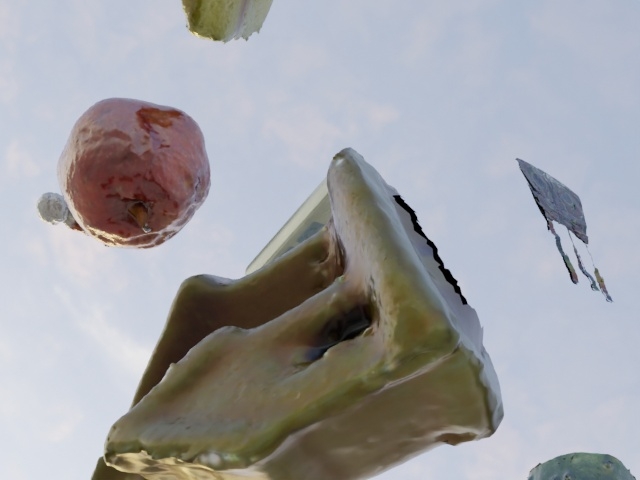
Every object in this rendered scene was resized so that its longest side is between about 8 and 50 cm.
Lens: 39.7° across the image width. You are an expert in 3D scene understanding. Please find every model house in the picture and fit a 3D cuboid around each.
[{"bbox_3d":[-0.031,0.073,0.500,0.239,0.268,0.173,-31,-102,8],"label":"model house"}]

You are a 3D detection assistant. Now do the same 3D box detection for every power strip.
[{"bbox_3d":[0.000,0.000,0.888,0.081,0.035,0.192,20,-50,-29],"label":"power strip"}]

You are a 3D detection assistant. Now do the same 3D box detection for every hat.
[{"bbox_3d":[-0.359,-0.047,1.362,0.093,0.162,0.112,37,-68,52],"label":"hat"}]

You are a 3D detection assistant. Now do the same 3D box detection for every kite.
[{"bbox_3d":[0.379,-0.015,1.363,0.152,0.285,0.015,27,-56,-25],"label":"kite"}]

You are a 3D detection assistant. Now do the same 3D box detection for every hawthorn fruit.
[{"bbox_3d":[-0.245,-0.070,1.176,0.207,0.243,0.207,-6,-56,-9],"label":"hawthorn fruit"}]

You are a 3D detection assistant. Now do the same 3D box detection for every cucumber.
[{"bbox_3d":[0.279,0.340,0.942,0.134,0.244,0.134,6,-67,16],"label":"cucumber"}]

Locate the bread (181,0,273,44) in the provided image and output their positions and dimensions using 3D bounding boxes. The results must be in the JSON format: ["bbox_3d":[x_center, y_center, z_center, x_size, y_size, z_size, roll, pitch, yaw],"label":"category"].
[{"bbox_3d":[-0.161,-0.503,1.343,0.245,0.233,0.362,36,-59,21],"label":"bread"}]
